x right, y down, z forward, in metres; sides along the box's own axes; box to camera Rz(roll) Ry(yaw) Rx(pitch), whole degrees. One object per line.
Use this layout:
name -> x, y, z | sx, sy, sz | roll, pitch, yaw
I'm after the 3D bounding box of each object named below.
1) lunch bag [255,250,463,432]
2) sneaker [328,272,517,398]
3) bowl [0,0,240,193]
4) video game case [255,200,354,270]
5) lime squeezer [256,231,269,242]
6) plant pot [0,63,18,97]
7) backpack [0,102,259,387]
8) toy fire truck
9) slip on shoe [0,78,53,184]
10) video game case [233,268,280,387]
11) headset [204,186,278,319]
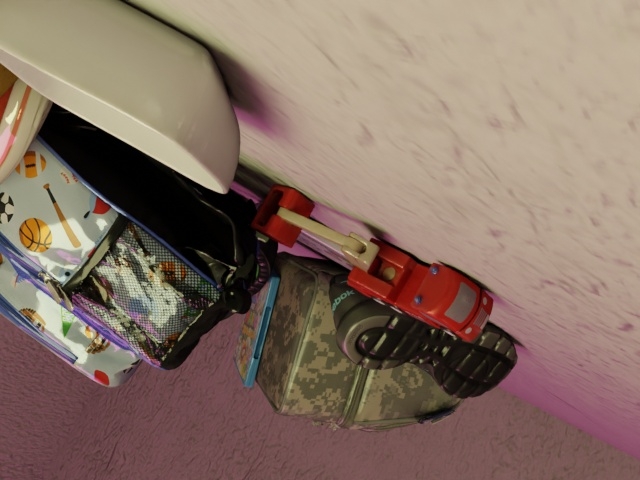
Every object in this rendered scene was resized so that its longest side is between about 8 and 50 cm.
lunch bag -> 0.051, 0.149, 1.093 | 0.256, 0.213, 0.305 | 12, -179, -16
sneaker -> 0.121, 0.101, 0.866 | 0.267, 0.101, 0.106 | 24, -160, -33
bowl -> -0.105, -0.086, 0.404 | 0.142, 0.053, 0.142 | 28, 174, 5
video game case -> 0.000, 0.000, 0.859 | 0.157, 0.019, 0.143 | 30, 175, -11
lime squeezer -> -0.215, -0.048, 0.897 | 0.310, 0.110, 0.059 | 33, -149, 3
plant pot -> -0.290, -0.115, 0.373 | 0.212, 0.187, 0.212 | 30, 174, -5
backpack -> -0.202, -0.013, 0.726 | 0.263, 0.213, 0.276 | 46, -175, -11
toy fire truck -> 0.042, 0.017, 0.653 | 0.192, 0.047, 0.135 | 22, 170, 47
slip on shoe -> -0.310, -0.102, 0.601 | 0.331, 0.123, 0.101 | -4, 154, 41
video game case -> -0.098, 0.120, 1.126 | 0.015, 0.166, 0.119 | 12, -172, -16
headset -> -0.208, 0.003, 1.111 | 0.243, 0.185, 0.394 | 26, 146, -17
